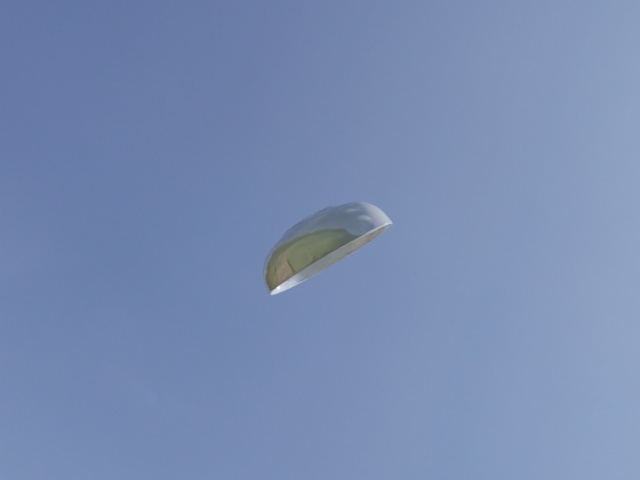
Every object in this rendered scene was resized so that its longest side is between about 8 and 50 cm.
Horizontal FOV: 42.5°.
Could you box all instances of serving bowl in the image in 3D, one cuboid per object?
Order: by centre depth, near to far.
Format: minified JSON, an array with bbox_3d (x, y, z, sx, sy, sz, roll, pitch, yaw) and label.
[{"bbox_3d":[0.000,0.000,0.483,0.083,0.083,0.027,-35,-98,44],"label":"serving bowl"}]
